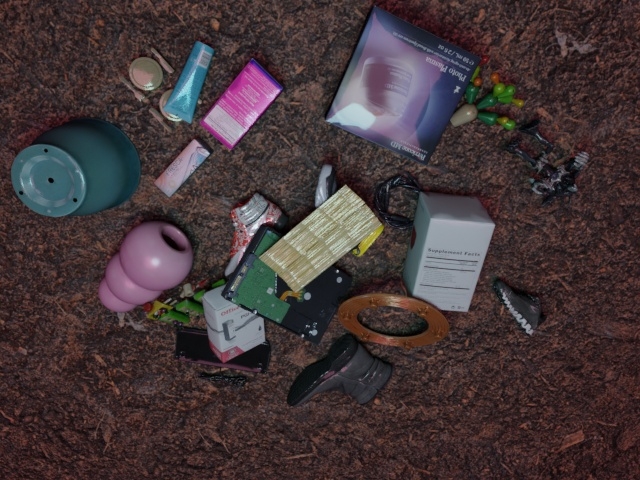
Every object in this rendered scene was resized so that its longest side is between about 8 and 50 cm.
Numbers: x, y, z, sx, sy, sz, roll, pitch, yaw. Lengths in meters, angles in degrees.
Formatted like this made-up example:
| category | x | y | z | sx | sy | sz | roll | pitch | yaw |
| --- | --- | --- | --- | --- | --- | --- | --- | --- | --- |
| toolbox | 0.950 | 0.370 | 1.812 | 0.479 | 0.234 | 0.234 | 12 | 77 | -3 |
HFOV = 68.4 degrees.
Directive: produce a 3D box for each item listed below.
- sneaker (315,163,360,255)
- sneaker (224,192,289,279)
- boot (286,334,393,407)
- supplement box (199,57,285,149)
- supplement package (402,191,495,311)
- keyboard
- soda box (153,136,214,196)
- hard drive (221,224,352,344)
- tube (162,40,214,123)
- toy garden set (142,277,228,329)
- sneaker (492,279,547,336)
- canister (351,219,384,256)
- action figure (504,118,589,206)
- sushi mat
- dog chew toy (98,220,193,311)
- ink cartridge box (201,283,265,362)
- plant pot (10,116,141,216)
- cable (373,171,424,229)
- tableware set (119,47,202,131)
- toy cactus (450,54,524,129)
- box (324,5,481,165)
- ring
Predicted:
| category | x | y | z | sx | sy | sz | roll | pitch | yaw |
| --- | --- | --- | --- | --- | --- | --- | --- | --- | --- |
| sneaker | 0.060 | -0.080 | 1.308 | 0.153 | 0.101 | 0.268 | 2 | 111 | 0 |
| sneaker | -0.233 | -0.018 | 1.405 | 0.145 | 0.090 | 0.270 | 41 | 101 | -12 |
| boot | 0.066 | 0.489 | 1.569 | 0.223 | 0.118 | 0.338 | 42 | 108 | -18 |
| supplement box | -0.208 | -0.367 | 1.272 | 0.114 | 0.111 | 0.220 | 42 | 104 | -14 |
| supplement package | 0.354 | 0.032 | 1.350 | 0.175 | 0.177 | 0.292 | 5 | 119 | -2 |
| keyboard | -0.330 | 0.398 | 1.576 | 0.317 | 0.033 | 0.201 | 10 | 107 | -3 |
| soda box | -0.393 | -0.211 | 1.353 | 0.183 | 0.058 | 0.063 | -43 | 104 | 14 |
| hard drive | -0.090 | 0.135 | 1.381 | 0.339 | 0.064 | 0.236 | 32 | 81 | -29 |
| tube | -0.349 | -0.429 | 1.270 | 0.080 | 0.052 | 0.207 | 23 | 101 | -17 |
| toy garden set | -0.388 | 0.194 | 1.428 | 0.244 | 0.049 | 0.204 | -29 | 151 | 9 |
| sneaker | 0.636 | 0.194 | 1.487 | 0.106 | 0.078 | 0.234 | -38 | 109 | 9 |
| canister | 0.084 | -0.050 | 1.402 | 0.170 | 0.073 | 0.126 | 37 | 104 | -10 |
| action figure | 0.648 | -0.197 | 1.319 | 0.276 | 0.141 | 0.164 | 43 | 102 | -10 |
| sushi mat | 0.000 | 0.000 | 1.270 | 0.316 | 0.019 | 0.151 | -39 | 105 | 11 |
| dog chew toy | -0.532 | 0.093 | 1.389 | 0.332 | 0.206 | 0.206 | -39 | 105 | 20 |
| ink cartridge box | -0.259 | 0.238 | 1.429 | 0.159 | 0.092 | 0.217 | -23 | 128 | -32 |
| plant pot | -0.659 | -0.182 | 1.259 | 0.272 | 0.255 | 0.271 | 0 | 109 | -1 |
| cable | 0.248 | -0.101 | 1.397 | 0.151 | 0.047 | 0.184 | -36 | 107 | 10 |
| tableware set | -0.436 | -0.413 | 1.293 | 0.128 | 0.039 | 0.194 | -43 | 110 | -3 |
| toy cactus | 0.438 | -0.379 | 1.283 | 0.181 | 0.112 | 0.219 | -28 | 127 | 32 |
| box | 0.201 | -0.393 | 1.229 | 0.296 | 0.182 | 0.294 | 22 | 109 | -7 |
| ring | 0.216 | 0.256 | 1.425 | 0.337 | 0.032 | 0.336 | 8 | 146 | 6 |
